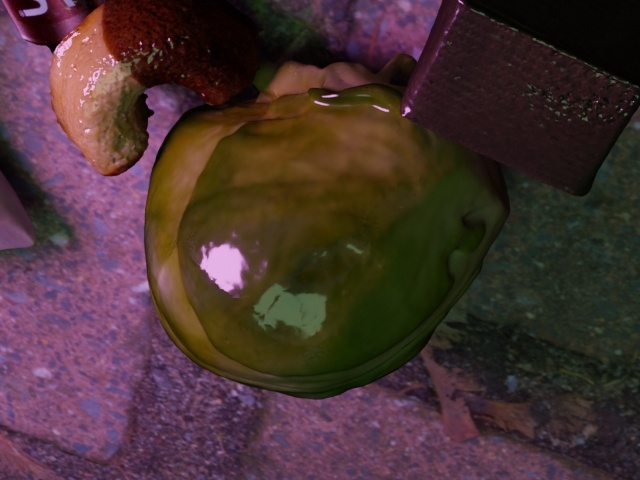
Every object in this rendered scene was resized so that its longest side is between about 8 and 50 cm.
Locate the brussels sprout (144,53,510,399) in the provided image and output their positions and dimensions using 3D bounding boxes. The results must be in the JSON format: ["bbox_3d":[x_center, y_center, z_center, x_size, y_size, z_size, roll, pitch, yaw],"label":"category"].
[{"bbox_3d":[0.000,0.000,1.837,0.371,0.315,0.276,-15,145,22],"label":"brussels sprout"}]

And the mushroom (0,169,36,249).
[{"bbox_3d":[-0.423,-0.151,1.950,0.177,0.126,0.397,-10,128,0],"label":"mushroom"}]

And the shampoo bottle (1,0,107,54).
[{"bbox_3d":[-0.274,-0.282,1.817,0.129,0.084,0.323,-7,126,26],"label":"shampoo bottle"}]

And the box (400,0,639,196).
[{"bbox_3d":[0.196,-0.197,1.608,0.184,0.273,0.143,26,135,-2],"label":"box"}]

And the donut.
[{"bbox_3d":[-0.170,-0.155,1.816,0.217,0.085,0.141,-37,129,14],"label":"donut"}]
